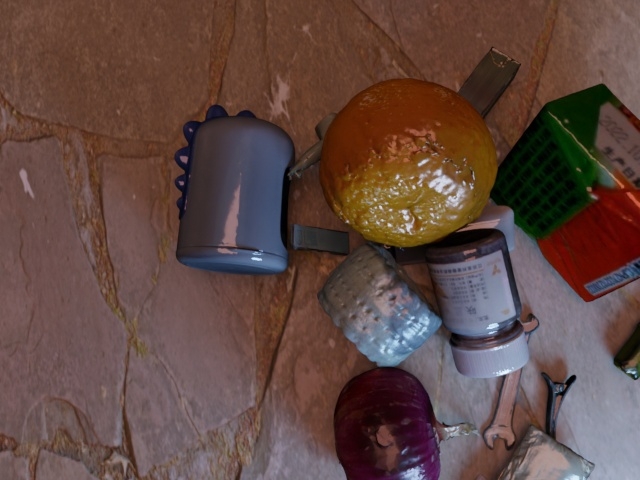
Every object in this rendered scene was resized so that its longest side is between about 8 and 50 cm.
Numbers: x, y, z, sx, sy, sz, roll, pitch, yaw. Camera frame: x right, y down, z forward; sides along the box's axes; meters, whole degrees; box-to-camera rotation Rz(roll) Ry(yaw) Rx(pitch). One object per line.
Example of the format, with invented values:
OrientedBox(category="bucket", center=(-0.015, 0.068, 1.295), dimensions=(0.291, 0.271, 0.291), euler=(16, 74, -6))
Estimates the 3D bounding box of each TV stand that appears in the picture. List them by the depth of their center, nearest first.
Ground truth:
OrientedBox(category="TV stand", center=(0.333, -0.295, 1.382), dimensions=(0.083, 0.088, 0.269), euler=(37, 86, 11))

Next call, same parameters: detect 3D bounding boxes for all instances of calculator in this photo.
OrientedBox(category="calculator", center=(0.000, 0.000, 1.342), dimensions=(0.018, 0.172, 0.057), euler=(-7, 80, 46))

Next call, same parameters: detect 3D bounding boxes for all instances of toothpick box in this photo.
OrientedBox(category="toothpick box", center=(-0.186, -0.115, 1.322), dimensions=(0.263, 0.263, 0.354), euler=(4, 80, 6))

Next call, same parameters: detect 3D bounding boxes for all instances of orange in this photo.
OrientedBox(category="orange", center=(0.167, -0.157, 1.209), dimensions=(0.341, 0.340, 0.293), euler=(1, 49, 5))

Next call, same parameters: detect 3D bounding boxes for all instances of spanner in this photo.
OrientedBox(category="spanner", center=(0.407, 0.300, 1.318), dimensions=(0.071, 0.017, 0.301), euler=(12, 83, 11))

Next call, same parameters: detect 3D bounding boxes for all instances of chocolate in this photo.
OrientedBox(category="chocolate", center=(0.526, -0.084, 1.201), dimensions=(0.162, 0.360, 0.341), euler=(-35, 76, -13))

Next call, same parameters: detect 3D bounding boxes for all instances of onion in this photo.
OrientedBox(category="onion", center=(0.135, 0.384, 1.226), dimensions=(0.272, 0.230, 0.256), euler=(-39, 79, 6))

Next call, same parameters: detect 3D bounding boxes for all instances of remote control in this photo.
OrientedBox(category="remote control", center=(0.263, 0.000, 1.337), dimensions=(0.313, 0.055, 0.109), euler=(-8, 114, 5))

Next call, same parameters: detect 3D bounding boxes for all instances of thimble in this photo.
OrientedBox(category="thimble", center=(0.115, 0.130, 1.270), dimensions=(0.172, 0.205, 0.250), euler=(-42, 62, 9))

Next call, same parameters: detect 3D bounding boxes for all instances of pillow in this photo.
OrientedBox(category="pillow", center=(0.429, 0.504, 1.240), dimensions=(0.148, 0.050, 0.229), euler=(34, 83, 16))

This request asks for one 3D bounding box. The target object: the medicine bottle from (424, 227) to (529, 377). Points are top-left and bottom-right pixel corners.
OrientedBox(category="medicine bottle", center=(0.318, 0.124, 1.246), dimensions=(0.165, 0.165, 0.273), euler=(-14, 98, 3))

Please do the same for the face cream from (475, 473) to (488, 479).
OrientedBox(category="face cream", center=(0.279, 0.712, 1.231), dimensions=(0.235, 0.137, 0.420), euler=(42, 75, 11))

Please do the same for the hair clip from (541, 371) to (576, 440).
OrientedBox(category="hair clip", center=(0.493, 0.394, 1.290), dimensions=(0.070, 0.039, 0.229), euler=(4, 86, 6))

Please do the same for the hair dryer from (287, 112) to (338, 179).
OrientedBox(category="hair dryer", center=(0.020, -0.163, 1.347), dimensions=(0.237, 0.075, 0.206), euler=(-31, 81, -41))

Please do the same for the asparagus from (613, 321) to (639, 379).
OrientedBox(category="asparagus", center=(0.718, 0.171, 1.290), dimensions=(0.277, 0.060, 0.067), euler=(-48, 61, -3))
